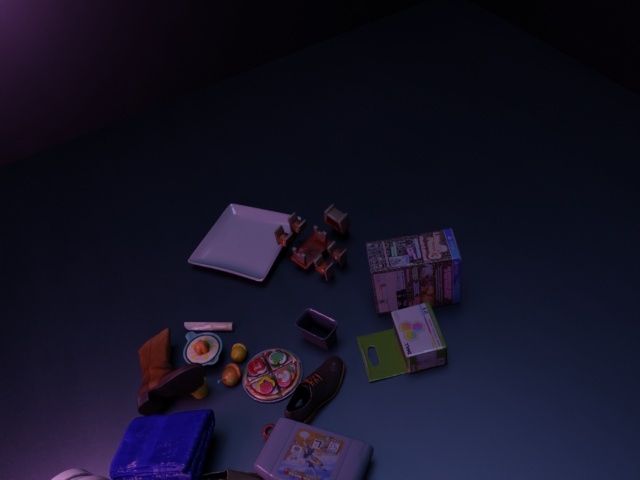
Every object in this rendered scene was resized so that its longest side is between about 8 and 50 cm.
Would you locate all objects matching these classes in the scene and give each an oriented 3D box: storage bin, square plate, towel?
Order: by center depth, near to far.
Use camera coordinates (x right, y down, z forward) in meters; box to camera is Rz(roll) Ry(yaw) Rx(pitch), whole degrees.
[{"bbox_3d":[-0.469,0.606,1.797,0.308,0.076,0.228,-13,43,24],"label":"towel"},{"bbox_3d":[-0.004,0.297,2.034,0.135,0.091,0.098,23,55,30],"label":"storage bin"},{"bbox_3d":[-0.292,0.008,2.414,0.344,0.049,0.347,12,50,24],"label":"square plate"}]

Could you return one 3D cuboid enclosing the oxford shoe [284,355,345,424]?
[{"bbox_3d":[-0.012,0.452,1.879,0.097,0.098,0.271,20,54,29],"label":"oxford shoe"}]

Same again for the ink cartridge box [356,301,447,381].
[{"bbox_3d":[0.254,0.323,1.944,0.255,0.097,0.189,-14,45,-2],"label":"ink cartridge box"}]

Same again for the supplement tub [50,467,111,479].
[{"bbox_3d":[-0.582,0.771,1.599,0.331,0.241,0.241,20,54,30],"label":"supplement tub"}]

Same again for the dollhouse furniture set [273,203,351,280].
[{"bbox_3d":[0.000,0.000,2.303,0.262,0.135,0.259,35,67,23],"label":"dollhouse furniture set"}]

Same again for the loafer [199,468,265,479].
[{"bbox_3d":[-0.240,0.691,1.706,0.251,0.087,0.094,-7,46,7],"label":"loafer"}]

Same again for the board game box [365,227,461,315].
[{"bbox_3d":[0.313,0.108,2.045,0.291,0.232,0.141,-9,45,3],"label":"board game box"}]

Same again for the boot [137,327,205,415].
[{"bbox_3d":[-0.492,0.400,2.007,0.264,0.096,0.280,-41,34,16],"label":"boot"}]

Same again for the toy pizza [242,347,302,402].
[{"bbox_3d":[-0.158,0.430,1.981,0.201,0.032,0.201,-7,45,7],"label":"toy pizza"}]

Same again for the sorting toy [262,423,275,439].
[{"bbox_3d":[-0.123,0.577,1.831,0.102,0.042,0.061,14,66,10],"label":"sorting toy"}]

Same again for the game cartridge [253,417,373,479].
[{"bbox_3d":[-0.023,0.613,1.690,0.297,0.062,0.198,10,35,20],"label":"game cartridge"}]

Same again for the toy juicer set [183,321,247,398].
[{"bbox_3d":[-0.358,0.359,2.058,0.209,0.089,0.329,-16,45,-2],"label":"toy juicer set"}]
